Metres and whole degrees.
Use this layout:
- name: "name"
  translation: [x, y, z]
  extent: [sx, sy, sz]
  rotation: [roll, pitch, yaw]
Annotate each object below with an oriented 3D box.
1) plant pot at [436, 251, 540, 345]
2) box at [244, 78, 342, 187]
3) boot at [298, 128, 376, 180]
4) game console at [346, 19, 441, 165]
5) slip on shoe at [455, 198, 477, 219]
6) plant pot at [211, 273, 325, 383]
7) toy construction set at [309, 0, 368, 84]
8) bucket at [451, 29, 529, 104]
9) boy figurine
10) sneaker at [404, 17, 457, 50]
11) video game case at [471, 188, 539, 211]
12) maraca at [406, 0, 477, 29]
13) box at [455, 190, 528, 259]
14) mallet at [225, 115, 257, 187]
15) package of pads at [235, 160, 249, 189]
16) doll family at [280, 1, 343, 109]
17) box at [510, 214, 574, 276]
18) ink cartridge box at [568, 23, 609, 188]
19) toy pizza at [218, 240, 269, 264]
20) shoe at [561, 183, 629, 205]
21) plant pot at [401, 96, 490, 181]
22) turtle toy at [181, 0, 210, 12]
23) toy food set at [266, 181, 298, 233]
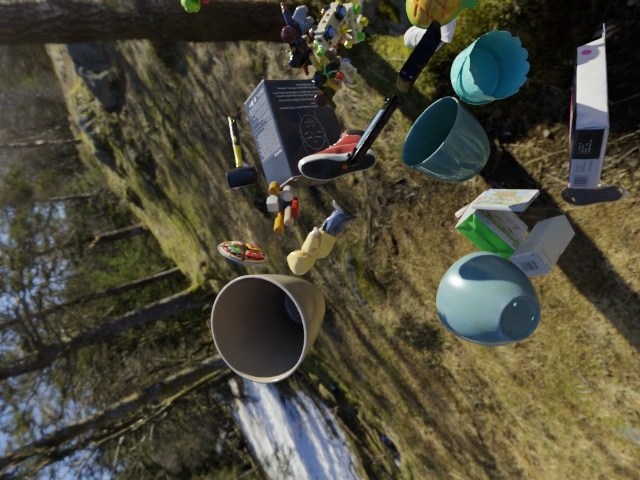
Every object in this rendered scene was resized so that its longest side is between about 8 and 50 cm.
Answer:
- name: "plant pot"
  translation: [0.522, 0.196, 1.214]
  extent: [0.195, 0.290, 0.290]
  rotation: [-139, 35, -71]
- name: "box"
  translation: [-0.093, -0.429, 1.682]
  extent: [0.212, 0.294, 0.395]
  rotation: [-21, 85, 57]
- name: "boot"
  translation: [0.045, -0.288, 1.332]
  extent: [0.088, 0.244, 0.176]
  rotation: [81, 179, -47]
- name: "game console"
  translation: [0.169, -0.334, 0.990]
  extent: [0.044, 0.213, 0.361]
  rotation: [34, 106, 0]
- name: "slip on shoe"
  translation: [0.822, -0.159, 2.158]
  extent: [0.101, 0.331, 0.123]
  rotation: [57, 137, 7]
- name: "plant pot"
  translation: [-0.097, 0.194, 1.074]
  extent: [0.257, 0.274, 0.256]
  rotation: [2, 96, 22]
- name: "toy construction set"
  translation: [0.072, -0.742, 1.521]
  extent: [0.151, 0.327, 0.215]
  rotation: [0, 154, 25]
- name: "bucket"
  translation: [0.706, -0.720, 1.741]
  extent: [0.183, 0.281, 0.281]
  rotation: [-144, 38, -77]
- name: "boy figurine"
  translation: [0.000, 0.000, 1.411]
  extent: [0.092, 0.177, 0.285]
  rotation: [47, 105, 21]
- name: "sneaker"
  translation: [0.337, -0.632, 1.300]
  extent: [0.212, 0.080, 0.094]
  rotation: [-165, 75, -64]
- name: "video game case"
  translation: [0.783, -0.174, 1.742]
  extent: [0.212, 0.193, 0.023]
  rotation: [8, 121, 45]
- name: "maraca"
  translation: [0.304, -0.600, 1.013]
  extent: [0.186, 0.099, 0.127]
  rotation: [-11, 107, 27]
- name: "box"
  translation: [0.788, -0.064, 1.880]
  extent: [0.262, 0.231, 0.127]
  rotation: [42, 138, 3]
- name: "mallet"
  translation: [-0.166, -0.192, 0.866]
  extent: [0.039, 0.062, 0.189]
  rotation: [90, 174, -61]
- name: "package of pads"
  translation: [-0.240, -0.194, 1.219]
  extent: [0.083, 0.032, 0.050]
  rotation: [-64, 13, 9]
- name: "doll family"
  translation: [-0.016, -0.325, 0.732]
  extent: [0.076, 0.111, 0.193]
  rotation: [-25, 120, 42]
- name: "box"
  translation: [0.817, 0.019, 1.505]
  extent: [0.094, 0.275, 0.113]
  rotation: [57, 148, -6]
- name: "ink cartridge box"
  translation: [0.617, -0.313, 0.947]
  extent: [0.069, 0.370, 0.175]
  rotation: [6, 146, 30]
- name: "toy pizza"
  translation: [-0.296, 0.041, 1.599]
  extent: [0.201, 0.201, 0.032]
  rotation: [38, 115, 49]
- name: "shoe"
  translation: [0.979, -0.164, 1.470]
  extent: [0.219, 0.058, 0.076]
  rotation: [12, 111, 63]
- name: "plant pot"
  translation: [0.498, -0.358, 1.577]
  extent: [0.293, 0.235, 0.293]
  rotation: [-47, 27, 34]
- name: "turtle toy"
  translation: [-0.286, -0.588, 0.954]
  extent: [0.130, 0.095, 0.066]
  rotation: [-21, 60, 54]
- name: "toy food set"
  translation: [-0.142, -0.145, 1.596]
  extent: [0.104, 0.111, 0.232]
  rotation: [-91, -5, -47]
